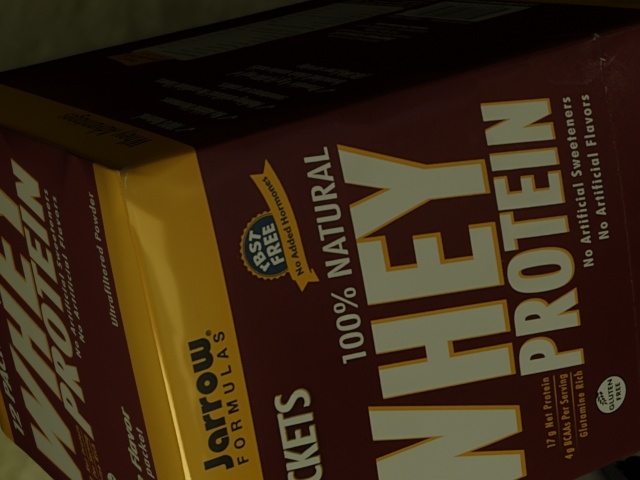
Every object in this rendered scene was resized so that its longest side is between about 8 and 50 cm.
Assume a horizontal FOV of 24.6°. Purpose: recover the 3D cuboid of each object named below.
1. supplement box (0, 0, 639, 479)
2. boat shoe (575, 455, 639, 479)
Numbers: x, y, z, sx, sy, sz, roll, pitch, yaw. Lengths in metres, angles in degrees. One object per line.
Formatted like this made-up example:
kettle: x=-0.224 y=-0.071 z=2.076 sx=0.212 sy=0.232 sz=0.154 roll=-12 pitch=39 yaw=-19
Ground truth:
supplement box: x=0.000 y=0.000 z=0.477 sx=0.194 sy=0.191 sz=0.129 roll=-18 pitch=109 yaw=-25
boat shoe: x=0.140 y=0.123 z=0.655 sx=0.065 sy=0.075 sz=0.206 roll=-45 pitch=114 yaw=-11
